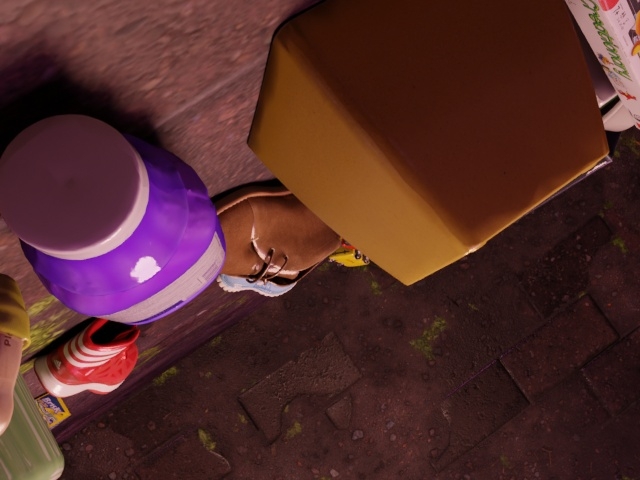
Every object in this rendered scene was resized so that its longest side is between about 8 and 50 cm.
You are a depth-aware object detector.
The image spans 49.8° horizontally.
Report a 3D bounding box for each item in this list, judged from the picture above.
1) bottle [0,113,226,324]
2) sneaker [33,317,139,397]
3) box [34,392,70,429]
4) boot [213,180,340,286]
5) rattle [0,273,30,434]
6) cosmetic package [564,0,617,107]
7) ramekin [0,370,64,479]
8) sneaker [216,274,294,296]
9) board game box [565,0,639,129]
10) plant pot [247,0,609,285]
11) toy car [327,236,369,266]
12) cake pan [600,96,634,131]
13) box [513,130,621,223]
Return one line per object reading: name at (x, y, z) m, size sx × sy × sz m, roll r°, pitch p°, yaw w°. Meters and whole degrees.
bottle at (-0.127, -0.004, 0.451) m, size 0.118 × 0.092 × 0.283 m, roll -35°, pitch 175°, yaw -8°
sneaker at (-0.282, 0.150, 0.962) m, size 0.128 × 0.087 × 0.221 m, roll -34°, pitch 176°, yaw 9°
box at (-0.535, 0.342, 1.263) m, size 0.169 × 0.059 × 0.054 m, roll -37°, pitch 174°, yaw 26°
boot at (-0.075, 0.006, 0.795) m, size 0.112 × 0.115 × 0.305 m, roll -36°, pitch 174°, yaw 37°
rattle at (-0.270, 0.069, 0.365) m, size 0.200 × 0.130 × 0.143 m, roll -8°, pitch 173°, yaw 21°
cosmetic package at (0.290, -0.212, 0.891) m, size 0.197 × 0.155 × 0.365 m, roll -36°, pitch 174°, yaw -11°
ramekin at (-0.383, 0.224, 0.609) m, size 0.303 × 0.148 × 0.303 m, roll -34°, pitch 175°, yaw -3°
sneaker at (-0.093, 0.054, 1.164) m, size 0.162 × 0.063 × 0.073 m, roll 1°, pitch 152°, yaw -41°
board game box at (0.327, -0.221, 0.601) m, size 0.193 × 0.053 × 0.305 m, roll -52°, pitch 143°, yaw 12°
plant pot at (0.090, -0.088, 0.548) m, size 0.212 × 0.187 × 0.212 m, roll -34°, pitch 175°, yaw -17°
toy car at (0.000, 0.000, 1.204) m, size 0.225 × 0.053 × 0.239 m, roll 0°, pitch 166°, yaw -11°
cake pan at (0.463, -0.286, 1.002) m, size 0.293 × 0.054 × 0.293 m, roll -159°, pitch -90°, yaw -88°
box at (0.462, -0.201, 1.597) m, size 0.395 × 0.212 × 0.293 m, roll -38°, pitch -178°, yaw 38°
